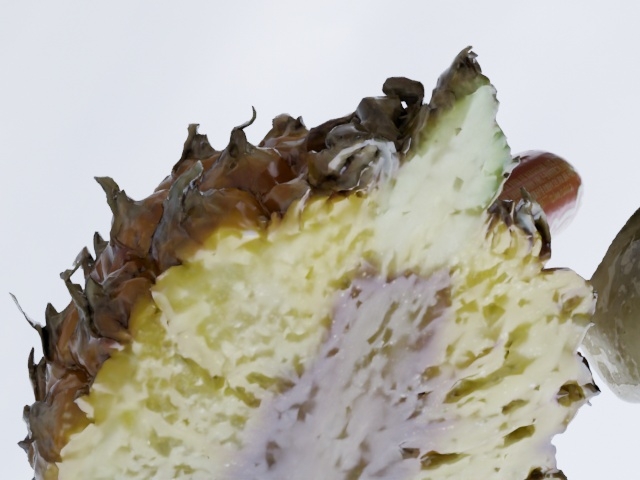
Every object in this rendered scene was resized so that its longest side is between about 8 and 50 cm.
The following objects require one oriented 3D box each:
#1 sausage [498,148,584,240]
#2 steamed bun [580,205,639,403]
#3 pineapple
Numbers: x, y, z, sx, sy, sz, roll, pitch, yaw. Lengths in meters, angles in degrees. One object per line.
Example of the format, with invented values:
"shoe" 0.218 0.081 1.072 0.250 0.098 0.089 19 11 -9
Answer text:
"sausage" 0.116 -0.014 1.287 0.083 0.083 0.264 -38 174 37
"steamed bun" 0.249 0.007 1.127 0.212 0.110 0.231 -33 -176 -2
"pineapple" 0.001 -0.003 1.049 0.209 0.344 0.286 45 -60 53
